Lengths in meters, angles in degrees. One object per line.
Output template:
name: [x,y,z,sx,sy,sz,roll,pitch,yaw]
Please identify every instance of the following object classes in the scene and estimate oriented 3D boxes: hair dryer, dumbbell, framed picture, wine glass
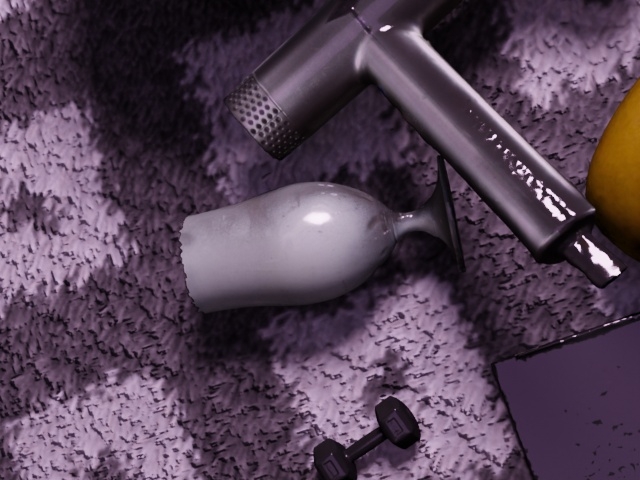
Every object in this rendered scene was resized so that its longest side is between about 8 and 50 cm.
hair dryer: [0.132,-0.126,0.579,0.284,0.156,0.320,41,94,13]
dumbbell: [0.035,0.154,0.655,0.083,0.040,0.036,-36,51,8]
framed picture: [0.302,0.204,0.610,0.255,0.014,0.338,-22,83,11]
wine glass: [0.000,0.000,0.641,0.202,0.093,0.092,-11,85,12]

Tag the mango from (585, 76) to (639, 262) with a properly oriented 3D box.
mango: [0.331,-0.051,0.539,0.317,0.173,0.211,4,89,23]
